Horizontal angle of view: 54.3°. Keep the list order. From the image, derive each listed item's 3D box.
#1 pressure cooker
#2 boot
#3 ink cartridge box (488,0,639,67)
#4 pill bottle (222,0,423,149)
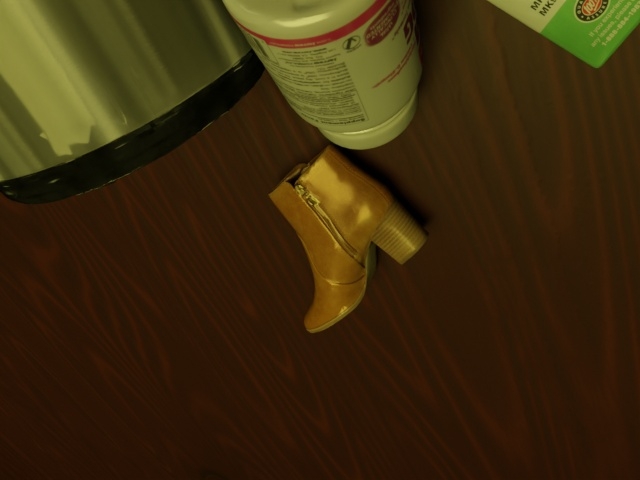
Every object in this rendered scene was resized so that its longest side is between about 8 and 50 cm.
[{"bbox_3d":[-0.287,-0.292,0.623,0.370,0.375,0.420,-7,126,31],"label":"pressure cooker"},{"bbox_3d":[0.000,0.000,0.948,0.211,0.104,0.295,40,127,-5],"label":"boot"},{"bbox_3d":[0.198,-0.329,0.557,0.289,0.121,0.211,30,133,-3],"label":"ink cartridge box"},{"bbox_3d":[0.019,-0.207,0.632,0.161,0.160,0.283,8,168,17],"label":"pill bottle"}]
